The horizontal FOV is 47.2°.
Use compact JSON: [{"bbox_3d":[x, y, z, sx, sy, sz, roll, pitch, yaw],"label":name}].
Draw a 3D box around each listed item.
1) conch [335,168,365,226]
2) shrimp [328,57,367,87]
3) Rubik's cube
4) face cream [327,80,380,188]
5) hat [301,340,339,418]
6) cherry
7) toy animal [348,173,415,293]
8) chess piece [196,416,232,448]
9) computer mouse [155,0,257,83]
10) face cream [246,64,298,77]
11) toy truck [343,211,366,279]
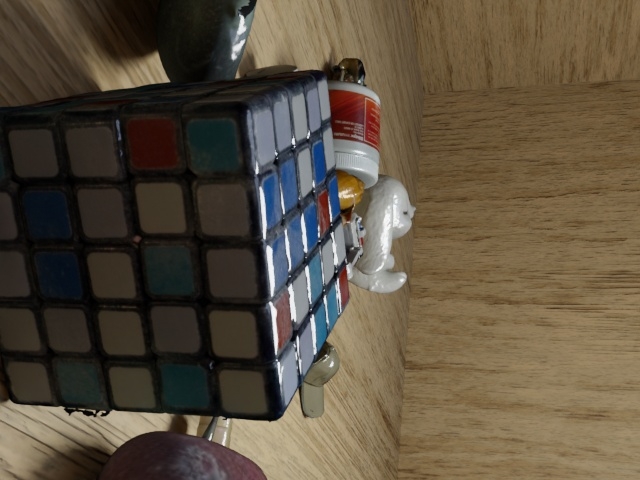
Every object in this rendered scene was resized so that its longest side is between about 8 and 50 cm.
[{"bbox_3d":[-0.014,-0.063,1.382,0.330,0.093,0.109,-26,110,-42],"label":"conch"},{"bbox_3d":[0.050,-0.274,1.847,0.221,0.110,0.446,71,27,-63],"label":"shrimp"},{"bbox_3d":[-0.146,-0.013,0.757,0.287,0.292,0.293,-51,136,-68],"label":"Rubik's cube"},{"bbox_3d":[0.025,-0.216,1.546,0.201,0.201,0.187,36,55,-71],"label":"face cream"},{"bbox_3d":[0.008,0.316,1.665,0.147,0.085,0.175,-55,140,-66],"label":"hat"},{"bbox_3d":[-0.158,0.321,0.831,0.236,0.213,0.285,51,50,-42],"label":"cherry"},{"bbox_3d":[0.125,-0.034,1.814,0.272,0.206,0.265,-118,-138,-61],"label":"toy animal"},{"bbox_3d":[-0.172,0.420,0.974,0.117,0.117,0.397,63,27,-58],"label":"chess piece"},{"bbox_3d":[-0.147,-0.327,0.972,0.374,0.114,0.203,-92,-157,-52],"label":"computer mouse"},{"bbox_3d":[-0.076,-0.214,1.378,0.096,0.096,0.214,-62,148,-60],"label":"face cream"},{"bbox_3d":[0.000,0.000,1.490,0.213,0.177,0.161,-64,148,-58],"label":"toy truck"}]
